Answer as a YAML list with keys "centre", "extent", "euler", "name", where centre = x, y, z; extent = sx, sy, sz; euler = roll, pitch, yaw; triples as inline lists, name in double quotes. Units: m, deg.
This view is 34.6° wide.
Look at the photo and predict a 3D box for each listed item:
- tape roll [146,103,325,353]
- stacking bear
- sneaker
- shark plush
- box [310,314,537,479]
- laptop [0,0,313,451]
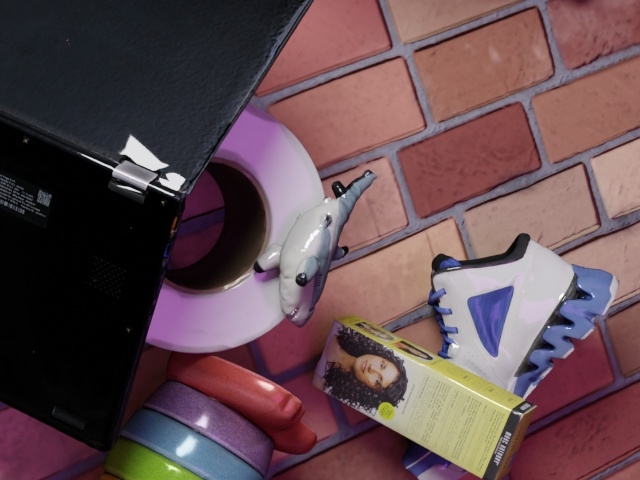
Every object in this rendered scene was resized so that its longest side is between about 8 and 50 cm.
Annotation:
- centre: [-0.134, -0.022, 1.030]
  extent: [0.246, 0.169, 0.246]
  euler: [-2, 96, -19]
  name: "tape roll"
- centre: [-0.146, 0.264, 0.988]
  extent: [0.164, 0.175, 0.289]
  euler: [24, 69, 17]
  name: "stacking bear"
- centre: [0.174, 0.114, 1.188]
  extent: [0.182, 0.127, 0.315]
  euler: [38, 97, 4]
  name: "sneaker"
- centre: [0.000, 0.000, 0.979]
  extent: [0.067, 0.073, 0.161]
  euler: [45, 58, -38]
  name: "shark plush"
- centre: [0.108, 0.167, 1.111]
  extent: [0.232, 0.058, 0.087]
  euler: [24, 103, 24]
  name: "box"
- centre: [-0.257, -0.102, 0.911]
  extent: [0.382, 0.236, 0.408]
  euler: [24, 117, 9]
  name: "laptop"
